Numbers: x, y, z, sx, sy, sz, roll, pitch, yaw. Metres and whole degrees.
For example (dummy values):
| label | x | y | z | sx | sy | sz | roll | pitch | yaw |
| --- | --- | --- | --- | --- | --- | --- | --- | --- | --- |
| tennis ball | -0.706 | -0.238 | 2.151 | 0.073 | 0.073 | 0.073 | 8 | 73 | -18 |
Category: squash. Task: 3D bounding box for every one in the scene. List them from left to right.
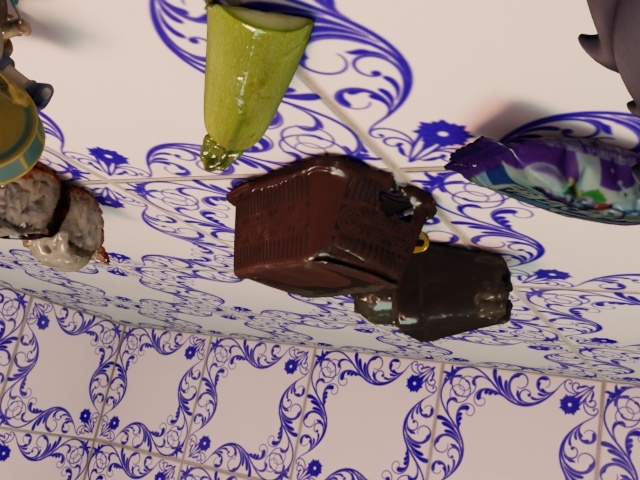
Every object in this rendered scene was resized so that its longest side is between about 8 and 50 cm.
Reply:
| label | x | y | z | sx | sy | sz | roll | pitch | yaw |
| --- | --- | --- | --- | --- | --- | --- | --- | --- | --- |
| squash | -0.072 | -0.137 | 0.629 | 0.090 | 0.075 | 0.200 | -2 | 148 | -23 |

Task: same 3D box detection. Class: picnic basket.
| label | x | y | z | sx | sy | sz | roll | pitch | yaw |
| --- | --- | --- | --- | --- | --- | --- | --- | --- | --- |
| picnic basket | 0.000 | 0.000 | 0.949 | 0.222 | 0.129 | 0.297 | 19 | 164 | -30 |

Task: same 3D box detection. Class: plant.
| label | x | y | z | sx | sy | sz | roll | pitch | yaw |
| --- | --- | --- | --- | --- | --- | --- | --- | --- | --- |
| plant | 0.170 | 0.082 | 1.099 | 0.256 | 0.142 | 0.164 | -1 | 162 | 26 |

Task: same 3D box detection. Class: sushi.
| label | x | y | z | sx | sy | sz | roll | pitch | yaw |
| --- | --- | --- | --- | --- | --- | --- | --- | --- | --- |
| sushi | -0.458 | -0.044 | 1.109 | 0.124 | 0.130 | 0.332 | 4 | 162 | 24 |

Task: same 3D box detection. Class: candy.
| label | x | y | z | sx | sy | sz | roll | pitch | yaw |
| --- | --- | --- | --- | --- | --- | --- | --- | --- | --- |
| candy | 0.264 | -0.057 | 0.689 | 0.275 | 0.070 | 0.145 | 11 | 173 | -6 |

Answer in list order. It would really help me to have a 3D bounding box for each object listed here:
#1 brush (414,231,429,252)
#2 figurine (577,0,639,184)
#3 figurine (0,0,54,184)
| label | x | y | z | sx | sy | sz | roll | pitch | yaw |
| --- | --- | --- | --- | --- | --- | --- | --- | --- | --- |
| brush | 0.085 | 0.017 | 1.060 | 0.011 | 0.083 | 0.205 | 1 | 168 | -44 |
| figurine | 0.231 | -0.098 | 0.328 | 0.197 | 0.175 | 0.265 | 43 | -178 | 36 |
| figurine | -0.303 | -0.160 | 0.539 | 0.158 | 0.161 | 0.275 | 52 | 164 | 14 |
